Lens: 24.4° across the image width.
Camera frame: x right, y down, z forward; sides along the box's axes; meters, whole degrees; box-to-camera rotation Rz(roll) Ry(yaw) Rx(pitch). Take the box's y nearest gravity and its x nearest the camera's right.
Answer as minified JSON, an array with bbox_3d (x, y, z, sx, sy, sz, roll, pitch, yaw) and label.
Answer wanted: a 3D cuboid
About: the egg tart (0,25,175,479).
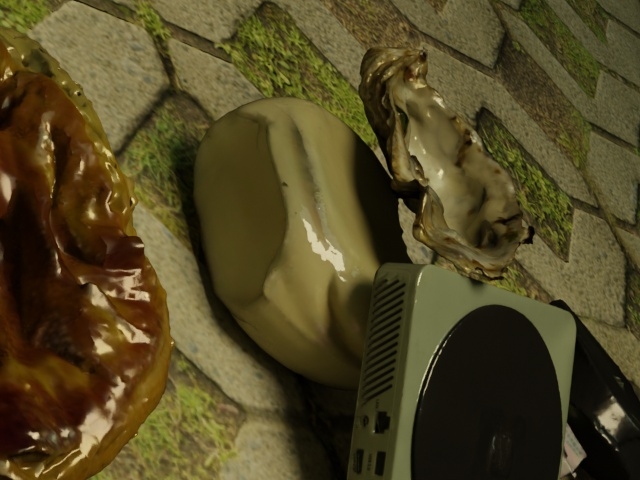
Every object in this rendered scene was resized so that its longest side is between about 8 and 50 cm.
[{"bbox_3d":[-0.242,0.004,0.846,0.351,0.153,0.339,59,26,11],"label":"egg tart"}]

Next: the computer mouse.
[{"bbox_3d":[0.299,0.182,1.633,0.168,0.087,0.295,49,13,-16],"label":"computer mouse"}]

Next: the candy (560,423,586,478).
[{"bbox_3d":[0.176,0.170,1.423,0.160,0.092,0.073,57,24,4],"label":"candy"}]

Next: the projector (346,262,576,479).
[{"bbox_3d":[0.113,0.165,1.231,0.259,0.079,0.257,19,76,-51],"label":"projector"}]

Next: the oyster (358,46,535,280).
[{"bbox_3d":[0.095,-0.053,1.296,0.166,0.094,0.294,40,26,-22],"label":"oyster"}]

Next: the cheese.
[{"bbox_3d":[0.000,0.000,1.296,0.233,0.127,0.266,30,37,-47],"label":"cheese"}]
